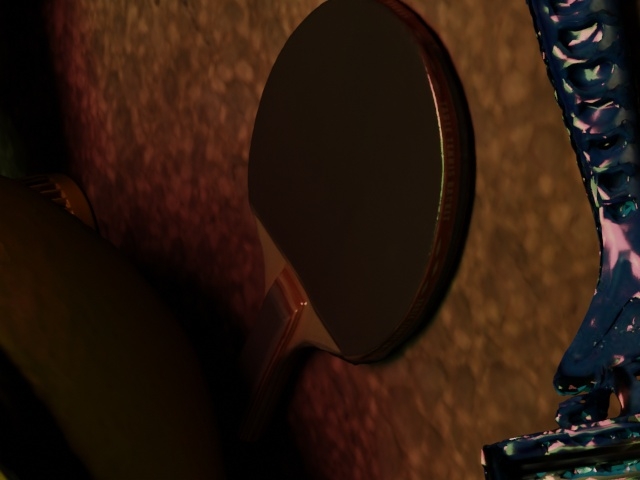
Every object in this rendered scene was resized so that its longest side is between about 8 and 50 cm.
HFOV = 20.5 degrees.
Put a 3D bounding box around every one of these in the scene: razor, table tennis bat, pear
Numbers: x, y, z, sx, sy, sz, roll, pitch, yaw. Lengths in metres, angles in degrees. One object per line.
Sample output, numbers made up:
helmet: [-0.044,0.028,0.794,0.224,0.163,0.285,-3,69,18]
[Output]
razor: [0.074,-0.079,0.555,0.093,0.056,0.324,-13,82,22]
table tennis bat: [0.000,0.000,0.718,0.130,0.019,0.220,58,139,35]
pear: [-0.174,0.090,0.805,0.399,0.165,0.398,24,136,26]

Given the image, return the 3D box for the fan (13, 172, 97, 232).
fan: [-0.150,0.042,0.942,0.082,0.039,0.155,20,114,54]
